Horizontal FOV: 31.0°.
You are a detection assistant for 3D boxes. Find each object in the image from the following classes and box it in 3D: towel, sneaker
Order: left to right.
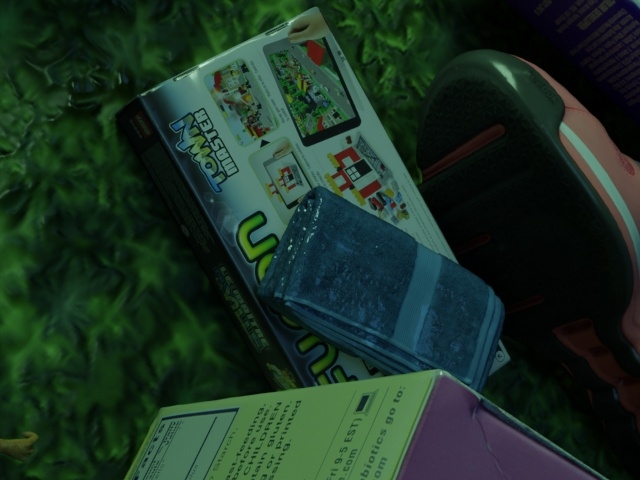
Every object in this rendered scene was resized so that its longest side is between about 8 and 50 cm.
[{"bbox_3d":[0.034,0.028,0.545,0.119,0.029,0.067,30,67,-19],"label":"towel"},{"bbox_3d":[0.168,0.012,0.634,0.314,0.116,0.136,50,50,-17],"label":"sneaker"}]

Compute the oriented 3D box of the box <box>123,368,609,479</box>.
[{"bbox_3d":[0.039,0.159,0.442,0.213,0.243,0.117,34,67,-19],"label":"box"}]

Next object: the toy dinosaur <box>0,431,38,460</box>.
[{"bbox_3d":[-0.180,0.087,0.433,0.211,0.064,0.112,9,46,-2],"label":"toy dinosaur"}]

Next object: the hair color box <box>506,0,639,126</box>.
[{"bbox_3d":[0.247,-0.129,0.611,0.339,0.110,0.185,43,79,1],"label":"hair color box"}]

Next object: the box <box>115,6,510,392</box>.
[{"bbox_3d":[0.000,0.000,0.572,0.114,0.036,0.207,-31,95,-29],"label":"box"}]
